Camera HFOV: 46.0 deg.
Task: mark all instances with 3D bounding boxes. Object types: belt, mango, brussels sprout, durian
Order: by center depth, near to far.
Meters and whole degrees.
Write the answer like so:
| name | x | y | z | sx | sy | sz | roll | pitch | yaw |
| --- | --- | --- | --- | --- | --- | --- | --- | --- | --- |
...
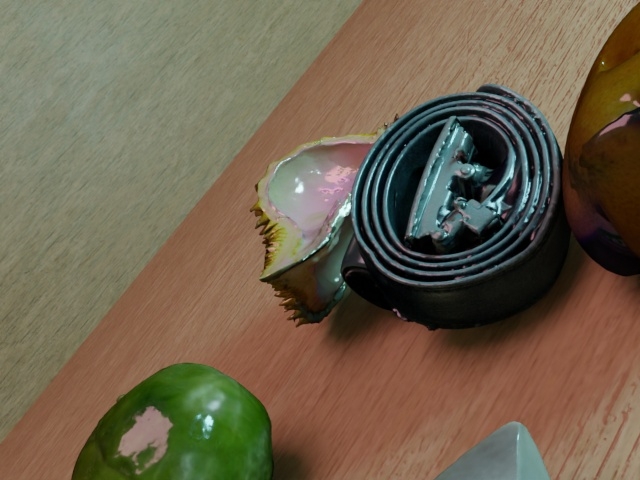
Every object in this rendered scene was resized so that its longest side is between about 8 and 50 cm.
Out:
| name | x | y | z | sx | sy | sz | roll | pitch | yaw |
| --- | --- | --- | --- | --- | --- | --- | --- | --- | --- |
| mango | 0.287 | -0.106 | 0.607 | 0.287 | 0.152 | 0.201 | -51 | 16 | -21 |
| belt | 0.139 | -0.045 | 0.746 | 0.207 | 0.116 | 0.267 | -2 | 55 | 22 |
| brussels sprout | -0.151 | 0.240 | 0.792 | 0.244 | 0.244 | 0.244 | -41 | 20 | 18 |
| durian | 0.007 | -0.001 | 0.984 | 0.186 | 0.195 | 0.305 | 4 | 48 | 28 |

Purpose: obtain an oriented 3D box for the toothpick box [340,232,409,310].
| name | x | y | z | sx | sy | sz | roll | pitch | yaw |
| --- | --- | --- | --- | --- | --- | --- | --- | --- | --- |
| toothpick box | 0.103 | -0.011 | 0.880 | 0.120 | 0.120 | 0.184 | -13 | 40 | 59 |

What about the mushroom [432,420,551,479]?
| name | x | y | z | sx | sy | sz | roll | pitch | yaw |
| --- | --- | --- | --- | --- | --- | --- | --- | --- | --- |
| mushroom | -0.010 | 0.276 | 0.538 | 0.397 | 0.126 | 0.177 | -35 | 12 | 33 |
